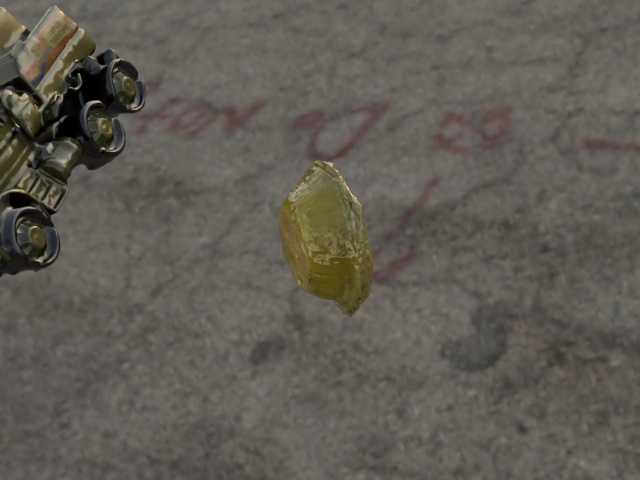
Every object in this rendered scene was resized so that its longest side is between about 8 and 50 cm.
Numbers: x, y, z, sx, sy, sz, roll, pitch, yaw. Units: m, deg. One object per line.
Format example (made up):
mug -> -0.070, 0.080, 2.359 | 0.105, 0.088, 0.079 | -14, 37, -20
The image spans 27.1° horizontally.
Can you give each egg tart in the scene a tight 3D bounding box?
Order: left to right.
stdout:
egg tart -> 0.000, 0.000, 0.858 | 0.039, 0.105, 0.105 | -15, 28, -16

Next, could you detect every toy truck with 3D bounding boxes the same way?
toy truck -> -0.234, -0.065, 0.966 | 0.127, 0.127, 0.257 | -20, 36, 30
